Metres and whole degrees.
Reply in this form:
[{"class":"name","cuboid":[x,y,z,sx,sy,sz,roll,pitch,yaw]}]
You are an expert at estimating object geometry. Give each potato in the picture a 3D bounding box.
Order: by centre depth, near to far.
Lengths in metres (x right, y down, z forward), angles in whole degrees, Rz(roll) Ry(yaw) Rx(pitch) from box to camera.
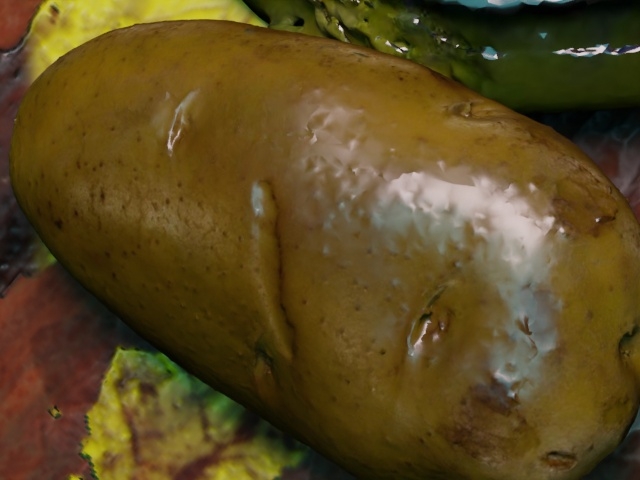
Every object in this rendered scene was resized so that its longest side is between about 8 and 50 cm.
[{"class":"potato","cuboid":[0.000,0.000,0.944,0.369,0.195,0.176,25,61,21]}]

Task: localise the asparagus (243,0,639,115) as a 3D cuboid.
[{"class":"asparagus","cuboid":[0.123,-0.121,0.955,0.382,0.108,0.128,-3,87,13]}]
